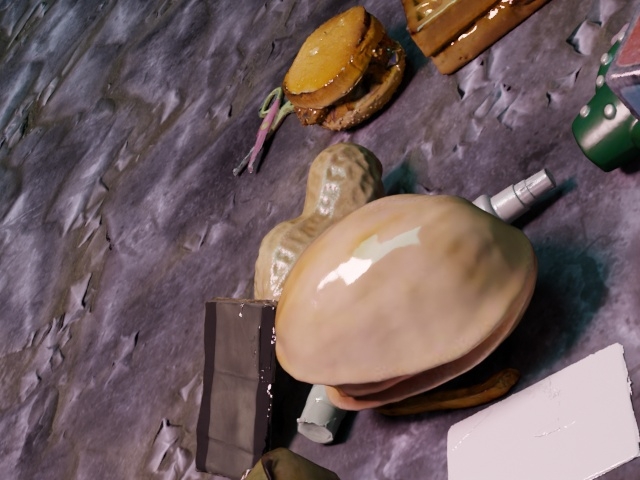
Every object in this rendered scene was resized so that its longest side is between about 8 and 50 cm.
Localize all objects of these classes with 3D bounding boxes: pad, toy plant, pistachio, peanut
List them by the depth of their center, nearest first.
[{"bbox_3d":[0.223,0.207,1.464,0.232,0.004,0.156,-32,34,28],"label":"pad"},{"bbox_3d":[0.098,0.067,1.580,0.309,0.230,0.230,-33,33,18],"label":"pistachio"},{"bbox_3d":[0.389,-0.181,1.581,0.243,0.112,0.233,-23,44,47],"label":"toy plant"},{"bbox_3d":[-0.109,0.188,1.812,0.174,0.022,0.233,2,86,53],"label":"pad"},{"bbox_3d":[0.000,0.000,1.868,0.120,0.136,0.298,-18,41,59],"label":"peanut"}]

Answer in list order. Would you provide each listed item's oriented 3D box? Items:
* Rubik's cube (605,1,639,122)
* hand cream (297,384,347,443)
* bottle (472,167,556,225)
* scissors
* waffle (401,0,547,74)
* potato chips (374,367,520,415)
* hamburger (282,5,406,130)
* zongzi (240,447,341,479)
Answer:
[{"bbox_3d":[0.491,-0.177,1.252,0.305,0.301,0.304,0,55,54],"label":"Rubik's cube"},{"bbox_3d":[0.030,0.152,1.744,0.078,0.050,0.205,-15,40,45],"label":"hand cream"},{"bbox_3d":[0.189,-0.018,1.713,0.217,0.060,0.060,-37,32,22],"label":"bottle"},{"bbox_3d":[-0.085,-0.182,2.306,0.133,0.020,0.187,-7,48,54],"label":"scissors"},{"bbox_3d":[0.263,-0.402,2.024,0.327,0.098,0.224,-35,34,20],"label":"waffle"},{"bbox_3d":[0.135,0.176,1.597,0.204,0.026,0.037,-20,37,42],"label":"potato chips"},{"bbox_3d":[0.033,-0.244,2.123,0.191,0.118,0.182,-50,26,-8],"label":"hamburger"},{"bbox_3d":[-0.090,0.433,1.464,0.360,0.160,0.323,-43,29,10],"label":"zongzi"}]
